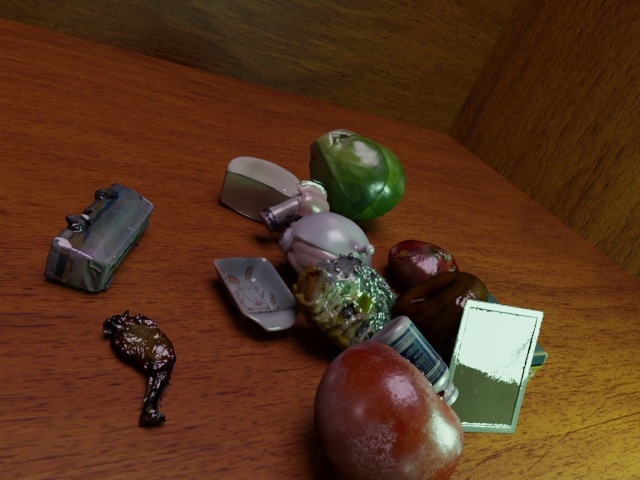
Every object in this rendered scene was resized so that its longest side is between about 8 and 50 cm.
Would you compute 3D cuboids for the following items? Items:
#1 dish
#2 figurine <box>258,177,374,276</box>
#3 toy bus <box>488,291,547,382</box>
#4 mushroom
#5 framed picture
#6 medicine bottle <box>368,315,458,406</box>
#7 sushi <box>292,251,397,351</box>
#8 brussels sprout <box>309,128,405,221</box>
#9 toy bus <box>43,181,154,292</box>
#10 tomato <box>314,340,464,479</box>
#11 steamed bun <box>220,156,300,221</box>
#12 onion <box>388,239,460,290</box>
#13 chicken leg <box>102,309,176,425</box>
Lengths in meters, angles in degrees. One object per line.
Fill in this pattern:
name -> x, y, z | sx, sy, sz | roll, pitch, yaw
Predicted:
dish -> -0.151, 0.134, 1.153 | 0.154, 0.064, 0.234 | 0, 36, -38
figurine -> -0.008, -0.001, 1.337 | 0.253, 0.211, 0.361 | 7, 32, -30
toy bus -> 0.431, 0.254, 1.296 | 0.138, 0.167, 0.275 | 5, 33, -32
mushroom -> 0.295, 0.192, 1.229 | 0.267, 0.254, 0.267 | -17, 39, 15
framed picture -> 0.376, 0.285, 1.105 | 0.232, 0.296, 0.019 | 12, 3, -23
medicine bottle -> 0.193, 0.259, 1.022 | 0.191, 0.107, 0.107 | 52, 32, 2
sushi -> 0.069, 0.154, 1.130 | 0.274, 0.184, 0.139 | 50, -14, -26
brussels sprout -> 0.115, -0.224, 1.718 | 0.355, 0.289, 0.281 | 50, 27, -8
toy bus -> -0.483, -0.018, 1.111 | 0.138, 0.112, 0.317 | 24, 29, -10
tomato -> 0.108, 0.317, 0.858 | 0.270, 0.227, 0.270 | 45, -7, 7
steamed bun -> -0.178, -0.158, 1.537 | 0.241, 0.146, 0.164 | 22, 31, -2
onion -> 0.327, 0.089, 1.524 | 0.248, 0.161, 0.248 | 32, 8, -5
chicken leg -> -0.315, 0.220, 0.897 | 0.106, 0.051, 0.253 | -8, 42, -36
